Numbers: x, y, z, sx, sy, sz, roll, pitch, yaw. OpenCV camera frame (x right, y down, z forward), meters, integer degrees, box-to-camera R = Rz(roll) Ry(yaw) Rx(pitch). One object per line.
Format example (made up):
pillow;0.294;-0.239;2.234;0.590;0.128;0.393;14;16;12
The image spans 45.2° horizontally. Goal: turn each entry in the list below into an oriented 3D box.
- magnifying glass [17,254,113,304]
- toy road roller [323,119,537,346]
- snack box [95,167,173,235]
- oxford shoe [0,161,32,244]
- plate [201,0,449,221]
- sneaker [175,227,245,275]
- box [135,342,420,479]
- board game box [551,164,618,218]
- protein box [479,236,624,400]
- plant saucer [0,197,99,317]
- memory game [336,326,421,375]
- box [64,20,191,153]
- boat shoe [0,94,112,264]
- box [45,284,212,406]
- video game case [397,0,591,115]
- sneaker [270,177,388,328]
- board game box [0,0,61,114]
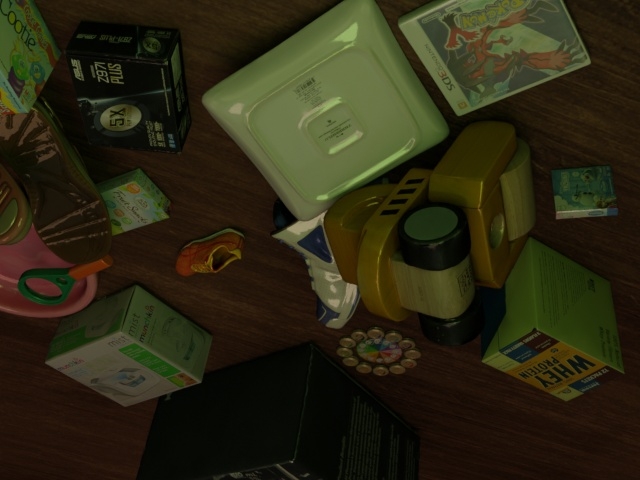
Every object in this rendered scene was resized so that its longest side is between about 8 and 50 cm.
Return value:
magnifying glass;-0.475;0.068;1.436;0.231;0.026;0.092;-20;132;31
toy road roller;0.158;-0.025;1.148;0.241;0.329;0.202;13;137;35
snack box;-0.349;-0.066;1.370;0.141;0.037;0.100;-15;135;25
oxford shoe;-0.570;-0.089;1.237;0.397;0.140;0.146;30;171;30
plate;0.017;-0.170;1.108;0.277;0.045;0.278;-30;127;13
sneaker;-0.215;0.033;1.441;0.175;0.067;0.064;-27;131;36
box;-0.088;0.527;1.832;0.480;0.297;0.472;-21;130;31
board game box;0.406;-0.075;1.186;0.090;0.090;0.020;-5;140;14
protein box;0.401;0.141;1.356;0.201;0.200;0.136;26;137;-21
plant saucer;-0.586;0.023;1.482;0.332;0.084;0.332;4;139;4
memory game;0.126;0.245;1.673;0.186;0.012;0.186;5;139;4
box;-0.279;-0.224;1.141;0.147;0.077;0.180;7;140;3
boat shoe;-0.438;-0.110;1.276;0.123;0.123;0.342;-19;132;-1
box;-0.412;0.232;1.668;0.262;0.126;0.231;-22;133;32
video game case;0.236;-0.270;1.039;0.201;0.023;0.183;-20;133;29
sneaker;0.000;-0.001;1.335;0.182;0.127;0.315;13;133;0
board game box;-0.541;-0.267;1.086;0.275;0.142;0.144;-3;139;13
